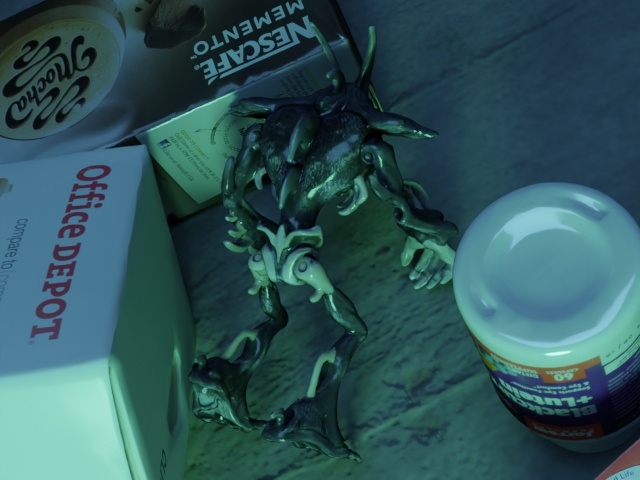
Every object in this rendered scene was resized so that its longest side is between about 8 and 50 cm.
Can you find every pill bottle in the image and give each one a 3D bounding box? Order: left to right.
[{"bbox_3d":[0.148,0.057,0.800,0.108,0.193,0.108,-8,60,14],"label":"pill bottle"}]

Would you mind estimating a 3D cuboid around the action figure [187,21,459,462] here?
[{"bbox_3d":[0.000,0.000,0.916,0.164,0.141,0.276,12,82,25],"label":"action figure"}]

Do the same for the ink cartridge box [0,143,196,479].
[{"bbox_3d":[-0.286,0.085,0.849,0.384,0.160,0.279,-7,29,2],"label":"ink cartridge box"}]

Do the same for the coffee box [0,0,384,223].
[{"bbox_3d":[-0.121,-0.116,1.027,0.297,0.119,0.168,-23,57,5],"label":"coffee box"}]

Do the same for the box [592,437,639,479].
[{"bbox_3d":[0.253,0.159,0.739,0.300,0.142,0.154,-41,58,-7],"label":"box"}]
